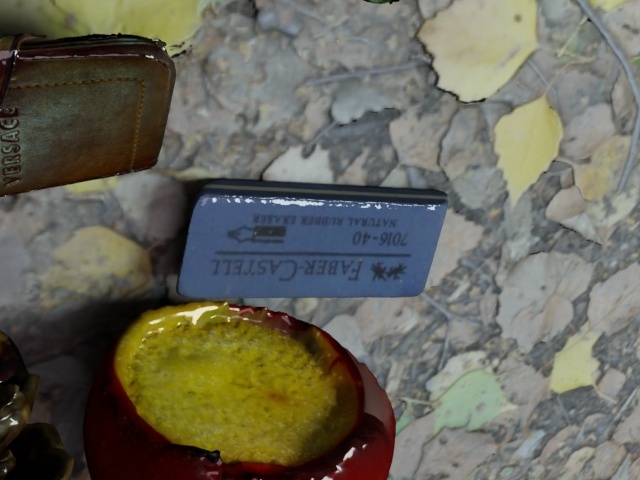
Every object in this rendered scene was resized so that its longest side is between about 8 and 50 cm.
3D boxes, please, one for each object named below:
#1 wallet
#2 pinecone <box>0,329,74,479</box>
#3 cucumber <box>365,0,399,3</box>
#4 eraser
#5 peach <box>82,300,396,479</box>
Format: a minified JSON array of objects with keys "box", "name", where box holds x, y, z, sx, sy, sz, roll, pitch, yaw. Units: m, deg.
[{"box":[-0.211,-0.064,0.610,0.255,0.031,0.137,-11,152,-21],"name":"wallet"},{"box":[-0.249,0.166,0.615,0.243,0.243,0.257,6,135,-31],"name":"pinecone"},{"box":[0.077,-0.252,0.663,0.069,0.069,0.227,15,108,-34],"name":"cucumber"},{"box":[0.000,0.000,0.791,0.225,0.036,0.082,2,115,-29],"name":"eraser"},{"box":[-0.056,0.134,0.748,0.226,0.196,0.190,52,56,-40],"name":"peach"}]
